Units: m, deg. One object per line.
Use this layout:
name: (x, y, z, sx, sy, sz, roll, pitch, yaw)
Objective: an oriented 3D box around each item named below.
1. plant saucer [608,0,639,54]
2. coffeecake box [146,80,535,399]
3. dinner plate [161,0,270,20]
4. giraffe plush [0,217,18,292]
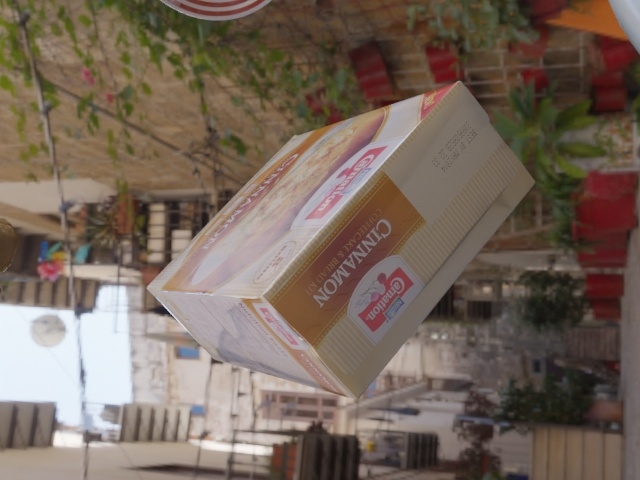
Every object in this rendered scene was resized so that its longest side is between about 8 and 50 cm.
plant saucer: (0.256, -0.180, 0.211, 0.100, 0.400, 0.401, 42, -130, -47)
coffeecake box: (0.000, 0.000, 0.460, 0.142, 0.185, 0.068, -47, -72, -20)
dinner plate: (-0.085, -0.241, 0.658, 0.017, 0.141, 0.141, -85, -16, -55)
giraffe plush: (-0.442, 0.035, 0.910, 0.170, 0.210, 0.182, 23, -108, -27)
